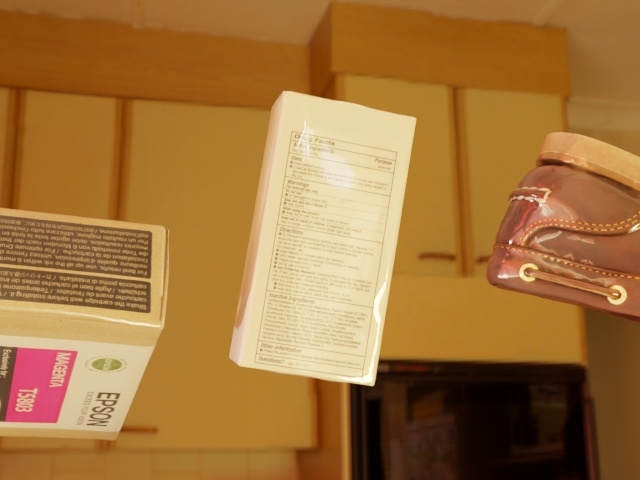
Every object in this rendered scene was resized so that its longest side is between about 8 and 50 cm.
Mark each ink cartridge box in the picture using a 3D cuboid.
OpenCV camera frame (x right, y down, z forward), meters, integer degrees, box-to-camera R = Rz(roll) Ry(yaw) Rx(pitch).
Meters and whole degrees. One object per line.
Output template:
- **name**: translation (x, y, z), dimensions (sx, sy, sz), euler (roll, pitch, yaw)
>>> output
- **ink cartridge box**: translation (-0.232, 0.072, 0.744), dimensions (0.193, 0.088, 0.235), euler (7, -34, -17)

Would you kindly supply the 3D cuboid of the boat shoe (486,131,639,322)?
- **boat shoe**: translation (0.168, 0.031, 0.384), dimensions (0.207, 0.073, 0.073), euler (24, -10, 14)

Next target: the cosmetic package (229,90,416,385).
- **cosmetic package**: translation (0.000, 0.000, 0.415), dimensions (0.060, 0.115, 0.041), euler (12, -4, -11)
